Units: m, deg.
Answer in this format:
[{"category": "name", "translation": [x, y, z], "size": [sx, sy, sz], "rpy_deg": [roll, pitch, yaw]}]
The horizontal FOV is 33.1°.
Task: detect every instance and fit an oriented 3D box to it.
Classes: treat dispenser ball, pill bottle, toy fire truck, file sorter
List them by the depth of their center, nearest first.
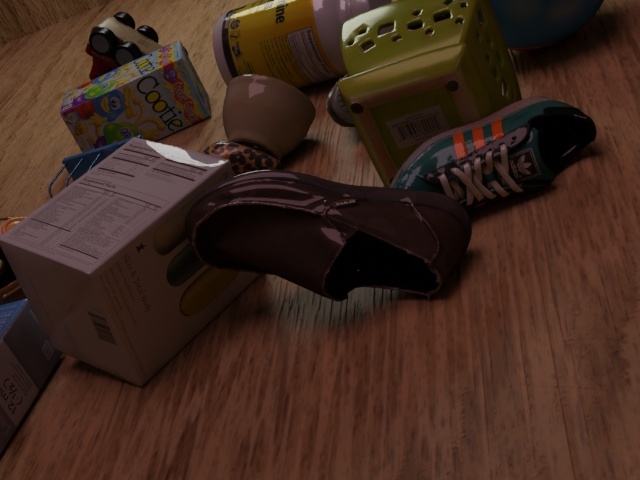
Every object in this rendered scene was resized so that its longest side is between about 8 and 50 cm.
[{"category": "treat dispenser ball", "translation": [0.341, -0.461, 1.788], "size": [0.288, 0.288, 0.288], "rpy_deg": [-20, 26, 10]}, {"category": "file sorter", "translation": [-0.384, -0.094, 1.938], "size": [0.170, 0.118, 0.104], "rpy_deg": [-13, 31, 23]}, {"category": "pill bottle", "translation": [-0.027, -0.400, 2.109], "size": [0.334, 0.188, 0.188], "rpy_deg": [-12, 29, 25]}, {"category": "toy fire truck", "translation": [-0.446, -0.352, 2.438], "size": [0.246, 0.217, 0.158], "rpy_deg": [-59, 1, 41]}]

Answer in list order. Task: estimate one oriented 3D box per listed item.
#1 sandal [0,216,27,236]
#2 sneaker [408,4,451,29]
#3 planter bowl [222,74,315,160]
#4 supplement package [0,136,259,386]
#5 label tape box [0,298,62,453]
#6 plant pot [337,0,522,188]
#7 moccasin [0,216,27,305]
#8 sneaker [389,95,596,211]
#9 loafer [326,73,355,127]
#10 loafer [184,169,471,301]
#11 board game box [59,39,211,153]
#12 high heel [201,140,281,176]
[{"category": "sandal", "translation": [-0.360, -0.013, 1.673], "size": [0.265, 0.076, 0.102], "rpy_deg": [5, 44, -20]}, {"category": "sneaker", "translation": [0.268, -0.477, 2.108], "size": [0.227, 0.087, 0.130], "rpy_deg": [-21, 19, -4]}, {"category": "planter bowl", "translation": [-0.100, -0.195, 1.858], "size": [0.162, 0.162, 0.109], "rpy_deg": [-2, 62, 39]}, {"category": "supplement package", "translation": [-0.251, 0.021, 1.478], "size": [0.198, 0.199, 0.262], "rpy_deg": [16, 46, 37]}, {"category": "label tape box", "translation": [-0.536, 0.243, 1.453], "size": [0.249, 0.115, 0.348], "rpy_deg": [-14, 31, 22]}, {"category": "plant pot", "translation": [0.157, -0.215, 1.576], "size": [0.228, 0.227, 0.207], "rpy_deg": [-14, 34, 22]}, {"category": "moccasin", "translation": [-0.467, 0.030, 1.742], "size": [0.139, 0.147, 0.380], "rpy_deg": [-14, 28, 22]}, {"category": "sneaker", "translation": [0.230, -0.104, 1.427], "size": [0.302, 0.108, 0.121], "rpy_deg": [-31, 22, -16]}, {"category": "loafer", "translation": [0.070, -0.253, 1.887], "size": [0.087, 0.094, 0.251], "rpy_deg": [-38, 6, 35]}, {"category": "loafer", "translation": [0.000, 0.000, 1.334], "size": [0.365, 0.134, 0.130], "rpy_deg": [1, 40, 12]}, {"category": "board game box", "translation": [-0.386, -0.287, 2.263], "size": [0.275, 0.144, 0.142], "rpy_deg": [-25, 27, 3]}, {"category": "high heel", "translation": [-0.201, -0.071, 1.814], "size": [0.261, 0.093, 0.186], "rpy_deg": [0, 57, 20]}]
